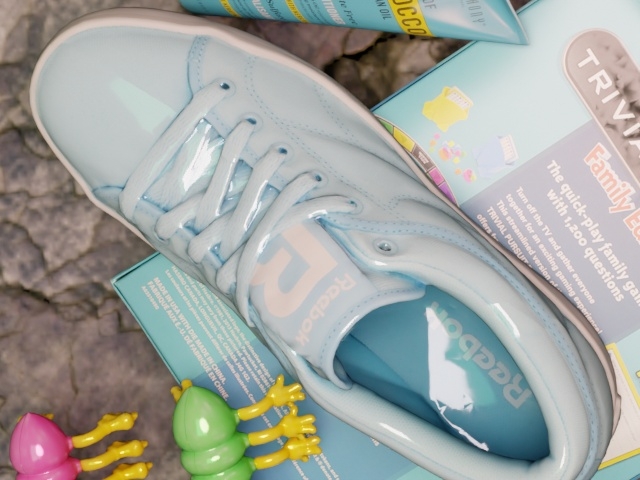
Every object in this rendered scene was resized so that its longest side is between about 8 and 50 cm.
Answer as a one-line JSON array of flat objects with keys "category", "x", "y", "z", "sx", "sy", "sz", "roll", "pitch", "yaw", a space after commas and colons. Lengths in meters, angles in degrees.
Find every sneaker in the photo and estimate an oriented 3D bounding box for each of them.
[{"category": "sneaker", "x": 0.000, "y": 0.000, "z": 0.834, "sx": 0.366, "sy": 0.150, "sz": 0.135, "roll": 33, "pitch": 99, "yaw": 4}]

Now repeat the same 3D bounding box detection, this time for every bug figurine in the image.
[{"category": "bug figurine", "x": -0.086, "y": 0.185, "z": 0.933, "sx": 0.279, "sy": 0.072, "sz": 0.216, "roll": -10, "pitch": 103, "yaw": 33}]

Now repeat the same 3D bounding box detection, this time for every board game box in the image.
[{"category": "board game box", "x": 0.093, "y": 0.034, "z": 0.940, "sx": 0.336, "sy": 0.079, "sz": 0.253, "roll": -33, "pitch": 91, "yaw": 11}]

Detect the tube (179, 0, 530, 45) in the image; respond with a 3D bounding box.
[{"category": "tube", "x": 0.012, "y": -0.143, "z": 0.900, "sx": 0.207, "sy": 0.080, "sz": 0.052, "roll": 9, "pitch": 60, "yaw": 36}]
